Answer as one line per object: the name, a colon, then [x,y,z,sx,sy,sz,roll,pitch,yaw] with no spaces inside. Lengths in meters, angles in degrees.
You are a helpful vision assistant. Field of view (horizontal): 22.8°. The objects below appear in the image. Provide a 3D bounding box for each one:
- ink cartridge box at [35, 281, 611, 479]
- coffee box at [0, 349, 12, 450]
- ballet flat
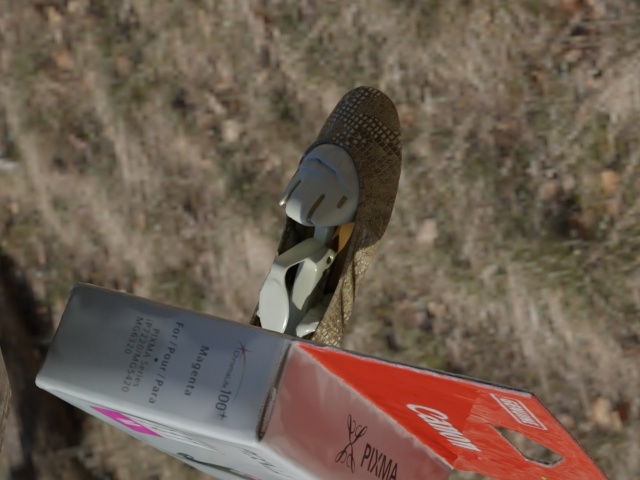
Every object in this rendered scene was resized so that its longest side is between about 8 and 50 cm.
ink cartridge box: [0.022,0.111,0.828,0.239,0.275,0.060,13,75,26]
coffee box: [-0.256,-0.032,0.709,0.119,0.168,0.297,-128,26,-77]
ballet flat: [0.000,0.000,1.034,0.073,0.067,0.206,23,108,33]
